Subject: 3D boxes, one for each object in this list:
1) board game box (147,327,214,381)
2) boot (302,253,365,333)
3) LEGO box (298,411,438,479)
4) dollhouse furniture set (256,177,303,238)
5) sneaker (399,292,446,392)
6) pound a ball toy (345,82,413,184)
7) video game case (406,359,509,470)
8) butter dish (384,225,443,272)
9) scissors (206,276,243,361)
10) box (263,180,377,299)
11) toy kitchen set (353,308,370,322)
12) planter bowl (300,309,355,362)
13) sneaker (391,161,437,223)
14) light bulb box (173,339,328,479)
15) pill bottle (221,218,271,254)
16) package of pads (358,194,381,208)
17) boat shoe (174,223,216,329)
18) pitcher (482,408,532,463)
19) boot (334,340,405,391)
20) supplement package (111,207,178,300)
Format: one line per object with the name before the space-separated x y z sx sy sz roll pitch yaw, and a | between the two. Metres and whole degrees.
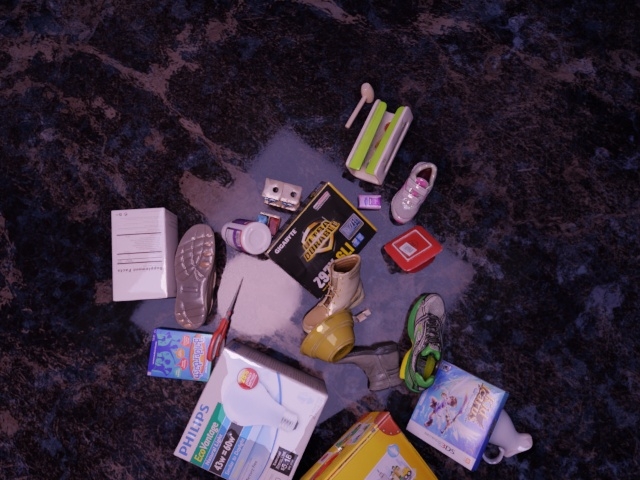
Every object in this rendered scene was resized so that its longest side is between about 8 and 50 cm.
board game box | -0.472 0.390 1.635 0.210 0.047 0.160 6 83 -2
boot | 0.040 0.175 1.573 0.262 0.203 0.095 -31 48 -23
LEGO box | 0.118 0.838 1.447 0.500 0.193 0.372 -35 85 -29
dollhouse furniture set | -0.145 -0.099 1.659 0.129 0.129 0.184 15 82 -1
sneaker | 0.371 0.340 1.608 0.134 0.146 0.343 17 69 -9
pound a ball toy | 0.192 -0.381 1.719 0.208 0.136 0.319 22 83 26
video game case | 0.448 0.566 1.577 0.244 0.061 0.269 21 82 38
butter dish | 0.330 0.052 1.674 0.160 0.118 0.160 -30 44 -7
scissors | -0.321 0.264 1.626 0.021 0.109 0.297 15 83 16
box | 0.000 0.000 1.635 0.257 0.079 0.322 43 84 -22
toy kitchen set | 0.123 0.246 1.663 0.083 0.068 0.075 -29 86 -5
planter bowl | 0.047 0.334 1.563 0.217 0.217 0.090 -40 61 -6
sneaker | 0.333 -0.180 1.695 0.103 0.111 0.252 26 84 1
light bulb box | -0.213 0.562 1.538 0.361 0.225 0.358 24 83 0
pill bottle | -0.258 -0.018 1.610 0.108 0.193 0.108 -6 101 -36
package of pads | 0.177 -0.138 1.725 0.083 0.032 0.050 1 87 -2
boat shoe | -0.421 0.119 1.627 0.132 0.130 0.355 9 89 2
pitcher | 0.579 0.652 1.620 0.207 0.125 0.178 43 102 -6
boot | 0.165 0.447 1.641 0.246 0.083 0.161 -8 90 -2
supplement package | -0.580 0.052 1.602 0.175 0.177 0.293 -3 84 -3
